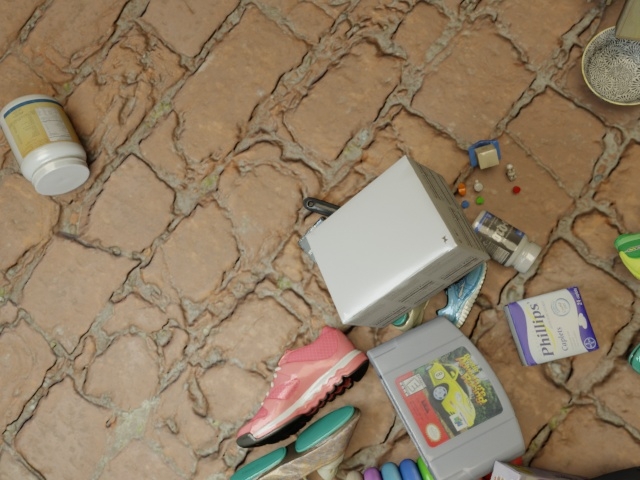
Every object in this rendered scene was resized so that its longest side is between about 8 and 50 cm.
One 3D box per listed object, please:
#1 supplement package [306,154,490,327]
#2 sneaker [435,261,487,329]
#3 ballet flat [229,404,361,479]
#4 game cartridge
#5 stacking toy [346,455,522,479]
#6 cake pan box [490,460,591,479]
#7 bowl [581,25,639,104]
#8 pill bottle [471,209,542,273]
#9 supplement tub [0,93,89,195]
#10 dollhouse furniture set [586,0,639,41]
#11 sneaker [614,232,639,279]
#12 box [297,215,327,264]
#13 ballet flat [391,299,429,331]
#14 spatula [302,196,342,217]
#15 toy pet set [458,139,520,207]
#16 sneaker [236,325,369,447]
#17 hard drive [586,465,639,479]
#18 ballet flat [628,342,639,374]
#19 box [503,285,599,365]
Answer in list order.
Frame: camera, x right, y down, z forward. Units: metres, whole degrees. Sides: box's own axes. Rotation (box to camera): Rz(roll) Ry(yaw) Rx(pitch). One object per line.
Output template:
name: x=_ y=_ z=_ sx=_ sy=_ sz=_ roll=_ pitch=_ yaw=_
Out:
supplement package: x=0.138 y=0.011 z=1.079 sx=0.262 sy=0.145 sz=0.204 roll=-38 pitch=59 yaw=26
sneaker: x=0.285 y=0.096 z=1.159 sx=0.073 sy=0.063 sz=0.162 roll=26 pitch=86 yaw=16
ballet flat: x=-0.033 y=0.447 z=1.152 sx=0.316 sy=0.107 sz=0.106 roll=-33 pitch=98 yaw=9
game cartridge: x=0.240 y=0.295 z=1.078 sx=0.196 sy=0.060 sz=0.294 roll=-23 pitch=63 yaw=-12
stacking toy: x=0.223 y=0.461 z=1.088 sx=0.330 sy=0.141 sz=0.141 roll=-19 pitch=79 yaw=0
cake pan box: x=0.377 y=0.539 z=1.007 sx=0.246 sy=0.070 sz=0.266 roll=21 pitch=85 yaw=-23
bowl: x=0.608 y=-0.339 z=1.160 sx=0.170 sy=0.080 sz=0.170 roll=-1 pitch=81 yaw=9
pill bottle: x=0.365 y=0.004 z=1.150 sx=0.137 sy=0.078 sz=0.078 roll=33 pitch=88 yaw=13
supplement tub: x=-0.633 y=-0.220 z=1.323 sx=0.144 sy=0.144 sz=0.199 roll=-31 pitch=78 yaw=4
dollhouse furniture set: x=0.647 y=-0.519 z=1.096 sx=0.212 sy=0.161 sz=0.242 roll=14 pitch=56 yaw=12
sneaker: x=0.691 y=-0.036 z=1.078 sx=0.296 sy=0.109 sz=0.123 roll=-26 pitch=54 yaw=-8
box: x=0.000 y=0.000 z=1.232 sx=0.083 sy=0.018 sz=0.067 roll=-46 pitch=76 yaw=19
ballet flat: x=0.199 y=0.064 z=1.173 sx=0.086 sy=0.086 sz=0.248 roll=13 pitch=88 yaw=11
spatula: x=0.100 y=-0.038 z=1.226 sx=0.296 sy=0.030 sz=0.084 roll=18 pitch=94 yaw=13
toy pet set: x=0.341 y=-0.145 z=1.199 sx=0.122 sy=0.065 sz=0.114 roll=-15 pitch=114 yaw=10
sneaker: x=-0.053 y=0.300 z=1.178 sx=0.314 sy=0.116 sz=0.136 roll=-38 pitch=64 yaw=-2
hard drive: x=0.527 y=0.497 z=0.993 sx=0.255 sy=0.054 sz=0.172 roll=-3 pitch=83 yaw=-23
ballet flat: x=0.679 y=0.156 z=1.064 sx=0.247 sy=0.083 sz=0.087 roll=-57 pitch=37 yaw=1
box: x=0.444 y=0.168 z=1.114 sx=0.137 sy=0.072 sz=0.126 roll=-17 pitch=78 yaw=8
